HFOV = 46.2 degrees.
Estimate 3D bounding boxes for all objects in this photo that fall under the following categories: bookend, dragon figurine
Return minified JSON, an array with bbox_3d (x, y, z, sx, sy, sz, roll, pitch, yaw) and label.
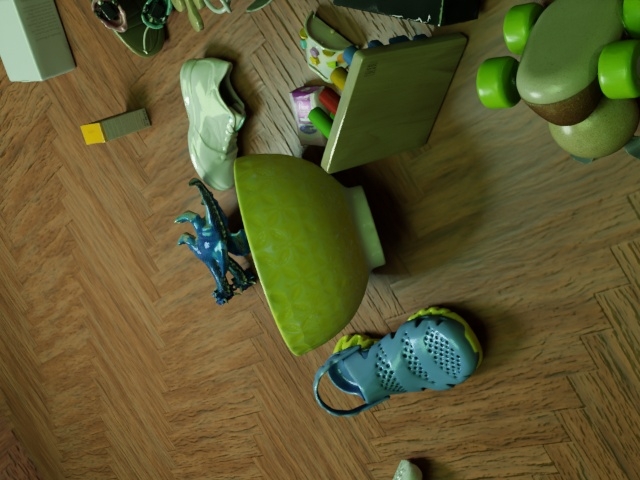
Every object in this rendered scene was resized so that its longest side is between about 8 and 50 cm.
[{"bbox_3d":[0.097,-0.327,0.818,0.157,0.072,0.156,24,124,38],"label":"bookend"},{"bbox_3d":[-0.164,0.001,1.249,0.144,0.085,0.289,39,147,13],"label":"dragon figurine"}]

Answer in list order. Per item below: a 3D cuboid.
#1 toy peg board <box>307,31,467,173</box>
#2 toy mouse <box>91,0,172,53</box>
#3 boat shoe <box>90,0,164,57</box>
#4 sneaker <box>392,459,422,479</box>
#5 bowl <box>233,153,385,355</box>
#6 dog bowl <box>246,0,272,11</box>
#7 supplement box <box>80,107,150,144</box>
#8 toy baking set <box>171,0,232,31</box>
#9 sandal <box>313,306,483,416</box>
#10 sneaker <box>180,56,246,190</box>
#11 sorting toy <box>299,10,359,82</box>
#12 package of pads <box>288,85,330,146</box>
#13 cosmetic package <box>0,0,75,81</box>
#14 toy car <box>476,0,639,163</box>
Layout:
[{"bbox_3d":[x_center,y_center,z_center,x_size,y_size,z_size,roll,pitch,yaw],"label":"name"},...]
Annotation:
[{"bbox_3d":[0.067,-0.180,0.889,0.079,0.161,0.160,49,141,29],"label":"toy peg board"},{"bbox_3d":[-0.283,-0.355,1.132,0.031,0.161,0.143,-120,13,-60],"label":"toy mouse"},{"bbox_3d":[-0.323,-0.390,1.172,0.223,0.080,0.073,56,170,-20],"label":"boat shoe"},{"bbox_3d":[0.153,0.466,1.297,0.095,0.090,0.235,23,135,15],"label":"sneaker"},{"bbox_3d":[0.000,0.000,1.039,0.156,0.289,0.289,-18,108,3],"label":"bowl"},{"bbox_3d":[-0.086,-0.439,0.829,0.349,0.102,0.348,45,150,35],"label":"dog bowl"},{"bbox_3d":[-0.356,-0.198,1.304,0.062,0.098,0.036,2,113,44],"label":"supplement box"},{"bbox_3d":[-0.168,-0.361,0.914,0.196,0.030,0.256,64,162,-15],"label":"toy baking set"},{"bbox_3d":[0.102,0.195,1.113,0.317,0.138,0.126,-31,92,47],"label":"sandal"},{"bbox_3d":[-0.151,-0.174,1.155,0.094,0.080,0.212,4,118,28],"label":"sneaker"},{"bbox_3d":[0.003,-0.245,0.993,0.083,0.045,0.075,41,156,15],"label":"sorting toy"},{"bbox_3d":[-0.011,-0.173,1.051,0.050,0.032,0.083,8,121,37],"label":"package of pads"},{"bbox_3d":[-0.538,-0.409,1.349,0.117,0.085,0.230,11,125,39],"label":"cosmetic package"},{"bbox_3d":[0.279,-0.145,0.761,0.155,0.148,0.188,5,148,45],"label":"toy car"}]
